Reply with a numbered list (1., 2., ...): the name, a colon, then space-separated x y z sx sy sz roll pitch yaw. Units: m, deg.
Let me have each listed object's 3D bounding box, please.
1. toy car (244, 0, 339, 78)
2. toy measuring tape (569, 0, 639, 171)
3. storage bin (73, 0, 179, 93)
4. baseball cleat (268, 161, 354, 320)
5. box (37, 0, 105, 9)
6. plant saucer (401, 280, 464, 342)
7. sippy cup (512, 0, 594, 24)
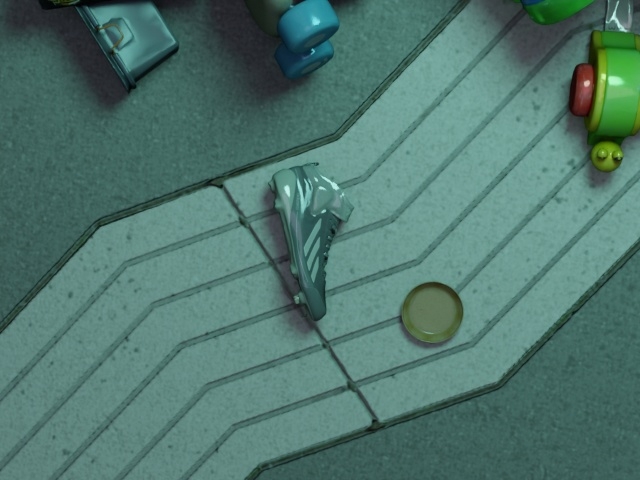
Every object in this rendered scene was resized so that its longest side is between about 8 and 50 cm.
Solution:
1. toy car: 0.012 -0.362 1.660 0.238 0.210 0.219 -28 83 -7
2. toy measuring tape: 0.381 -0.250 1.689 0.121 0.121 0.330 5 96 2
3. storage bin: -0.248 -0.273 1.727 0.091 0.098 0.135 -33 94 -5
4. baseball cleat: 0.000 0.000 1.754 0.109 0.072 0.206 -15 99 -3
5. box: -0.256 -0.392 1.693 0.220 0.051 0.175 -9 67 3
6. plant saucer: 0.150 0.095 1.785 0.083 0.015 0.083 0 96 2
7. sippy cup: 0.271 -0.415 1.584 0.305 0.240 0.224 -41 106 21
